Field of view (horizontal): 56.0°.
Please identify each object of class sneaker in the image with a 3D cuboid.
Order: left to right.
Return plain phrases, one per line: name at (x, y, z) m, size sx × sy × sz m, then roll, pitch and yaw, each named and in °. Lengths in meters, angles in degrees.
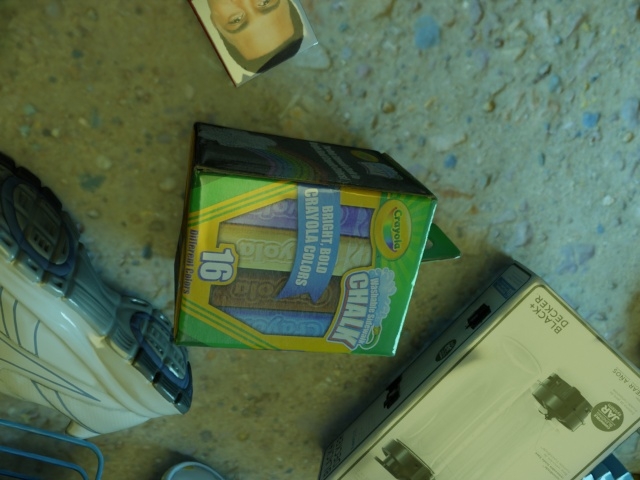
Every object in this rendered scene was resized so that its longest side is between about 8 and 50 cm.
sneaker at (-0.224, 0.055, 0.457) m, size 0.129 × 0.111 × 0.297 m, roll -29°, pitch 116°, yaw 7°

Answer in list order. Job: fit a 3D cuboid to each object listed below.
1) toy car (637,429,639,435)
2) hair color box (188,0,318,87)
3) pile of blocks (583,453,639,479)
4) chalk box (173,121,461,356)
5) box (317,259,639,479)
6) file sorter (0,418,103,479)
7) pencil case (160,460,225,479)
toy car at (0.444, 0.173, 0.649) m, size 0.159 × 0.136 × 0.182 m, roll 2°, pitch 112°, yaw -14°
hair color box at (-0.065, -0.189, 0.421) m, size 0.071 × 0.043 × 0.141 m, roll -30°, pitch 117°, yaw -1°
pile of blocks at (0.280, 0.319, 0.686) m, size 0.361 × 0.113 × 0.149 m, roll 0°, pitch 113°, yaw -14°
chalk box at (0.000, 0.000, 0.470) m, size 0.212 × 0.132 × 0.132 m, roll 7°, pitch 111°, yaw -15°
box at (0.151, 0.181, 0.580) m, size 0.169 × 0.087 × 0.290 m, roll 41°, pitch 98°, yaw -2°
file sorter at (-0.267, 0.243, 0.500) m, size 0.118 × 0.105 × 0.170 m, roll 24°, pitch 125°, yaw -21°
pencil case at (-0.187, 0.340, 0.581) m, size 0.273 × 0.113 × 0.124 m, roll -46°, pitch 137°, yaw 7°
